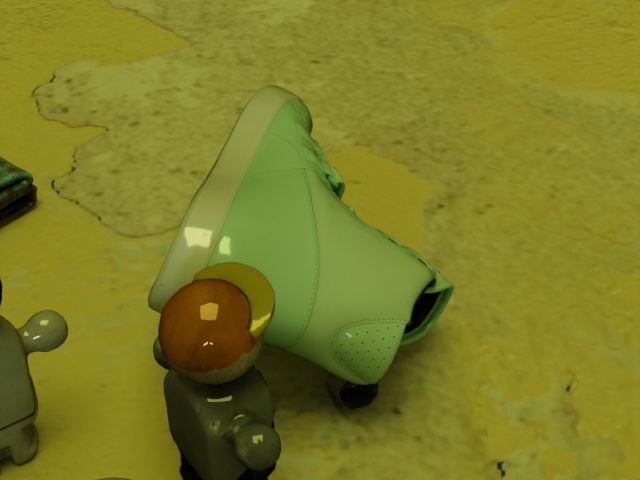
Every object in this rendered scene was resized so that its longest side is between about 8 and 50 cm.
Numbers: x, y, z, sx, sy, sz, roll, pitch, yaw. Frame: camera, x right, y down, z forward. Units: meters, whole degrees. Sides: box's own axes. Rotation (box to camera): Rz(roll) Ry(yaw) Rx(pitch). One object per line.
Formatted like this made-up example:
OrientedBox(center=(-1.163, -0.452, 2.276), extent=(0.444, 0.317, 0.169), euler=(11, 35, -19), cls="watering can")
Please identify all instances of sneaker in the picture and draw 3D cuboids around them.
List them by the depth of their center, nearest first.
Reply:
OrientedBox(center=(0.000, 0.001, 0.757), extent=(0.151, 0.094, 0.256), euler=(25, 26, -5), cls="sneaker")

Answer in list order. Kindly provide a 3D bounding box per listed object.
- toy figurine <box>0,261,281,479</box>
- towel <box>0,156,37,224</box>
OrientedBox(center=(-0.127, 0.100, 0.576), extent=(0.213, 0.148, 0.210), euler=(8, 41, 13), cls="toy figurine")
OrientedBox(center=(-0.397, 0.000, 0.798), extent=(0.271, 0.040, 0.370), euler=(29, 49, 31), cls="towel")
